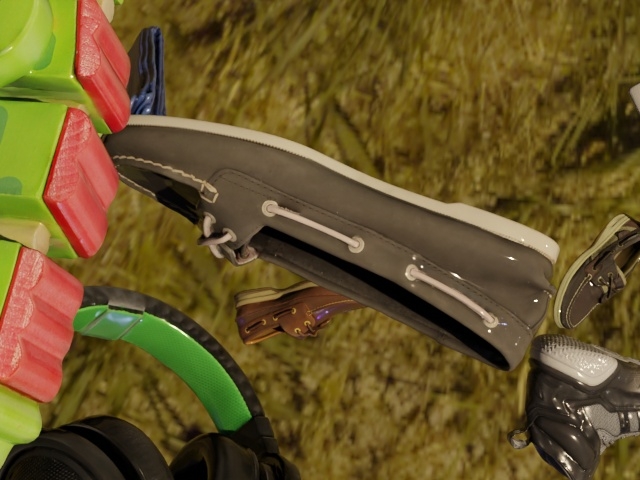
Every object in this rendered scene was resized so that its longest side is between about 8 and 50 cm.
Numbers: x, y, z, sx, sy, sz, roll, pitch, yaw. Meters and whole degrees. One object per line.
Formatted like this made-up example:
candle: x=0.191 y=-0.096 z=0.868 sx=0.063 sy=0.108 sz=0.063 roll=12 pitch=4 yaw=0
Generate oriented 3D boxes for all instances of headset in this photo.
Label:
headset: x=-0.141 y=0.224 z=1.092 sx=0.243 sy=0.394 sz=0.185 roll=14 pitch=135 yaw=-39

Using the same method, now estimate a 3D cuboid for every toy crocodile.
toy crocodile: x=-0.139 y=-0.019 z=0.646 sx=0.105 sy=0.340 sz=0.115 roll=6 pitch=160 yaw=13

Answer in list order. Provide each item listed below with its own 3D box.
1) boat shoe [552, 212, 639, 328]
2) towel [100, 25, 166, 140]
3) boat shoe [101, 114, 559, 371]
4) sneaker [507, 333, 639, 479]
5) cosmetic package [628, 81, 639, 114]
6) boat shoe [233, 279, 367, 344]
boat shoe: x=0.302 y=0.034 z=1.523 sx=0.049 sy=0.152 sz=0.056 roll=21 pitch=156 yaw=41
towel: x=-0.275 y=-0.066 z=1.478 sx=0.040 sy=0.243 sz=0.336 roll=38 pitch=108 yaw=-22
boat shoe: x=0.000 y=0.000 z=0.991 sx=0.335 sy=0.112 sz=0.095 roll=17 pitch=75 yaw=-1
sneaker: x=0.334 y=0.209 z=1.630 sx=0.269 sy=0.101 sz=0.153 roll=19 pitch=95 yaw=-21
cosmetic package: x=0.497 y=-0.045 z=1.464 sx=0.197 sy=0.155 sz=0.365 roll=-28 pitch=89 yaw=36
boat shoe: x=-0.016 y=0.078 z=1.554 sx=0.178 sy=0.064 sz=0.060 roll=-11 pitch=74 yaw=31
